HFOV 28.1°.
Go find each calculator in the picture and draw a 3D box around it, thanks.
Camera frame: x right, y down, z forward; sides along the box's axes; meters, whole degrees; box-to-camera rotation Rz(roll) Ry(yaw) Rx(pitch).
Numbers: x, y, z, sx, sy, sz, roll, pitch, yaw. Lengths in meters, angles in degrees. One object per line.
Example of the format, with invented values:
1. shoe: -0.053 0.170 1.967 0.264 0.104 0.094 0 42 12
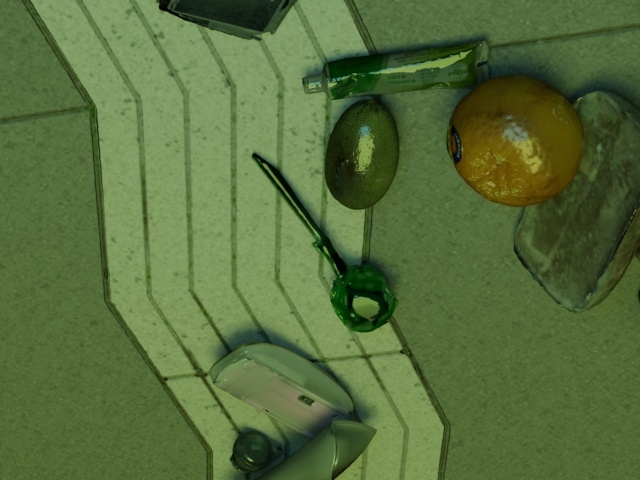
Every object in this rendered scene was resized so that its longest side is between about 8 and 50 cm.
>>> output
1. calculator: -0.080 -0.351 1.563 0.166 0.028 0.274 12 141 -25

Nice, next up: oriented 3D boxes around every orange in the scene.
1. orange: 0.254 -0.130 1.666 0.178 0.155 0.177 21 126 32

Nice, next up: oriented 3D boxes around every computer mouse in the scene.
1. computer mouse: -0.058 0.233 2.008 0.245 0.056 0.126 33 127 -26

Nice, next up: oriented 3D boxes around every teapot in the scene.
1. teapot: -0.109 0.352 2.105 0.088 0.066 0.057 4 146 -33

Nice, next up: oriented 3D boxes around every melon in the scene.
1. melon: 0.057 -0.116 1.728 0.099 0.099 0.162 9 126 -3

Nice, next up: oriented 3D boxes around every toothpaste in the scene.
1. toothpaste: 0.099 -0.219 1.686 0.248 0.047 0.078 -6 130 5

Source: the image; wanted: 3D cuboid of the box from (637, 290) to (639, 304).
1. box: 0.520 0.127 1.794 0.069 0.224 0.120 29 121 -21

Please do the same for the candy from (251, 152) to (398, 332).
1. candy: -0.001 -0.001 1.840 0.097 0.097 0.323 -28 111 22

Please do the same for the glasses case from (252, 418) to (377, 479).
1. glasses case: -0.030 0.388 2.066 0.128 0.083 0.308 1 148 -45

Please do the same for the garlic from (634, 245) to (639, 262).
1. garlic: 0.537 -0.013 1.681 0.203 0.184 0.281 18 163 6

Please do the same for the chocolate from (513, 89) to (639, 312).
1. chocolate: 0.378 -0.051 1.721 0.100 0.185 0.303 -6 134 -26
